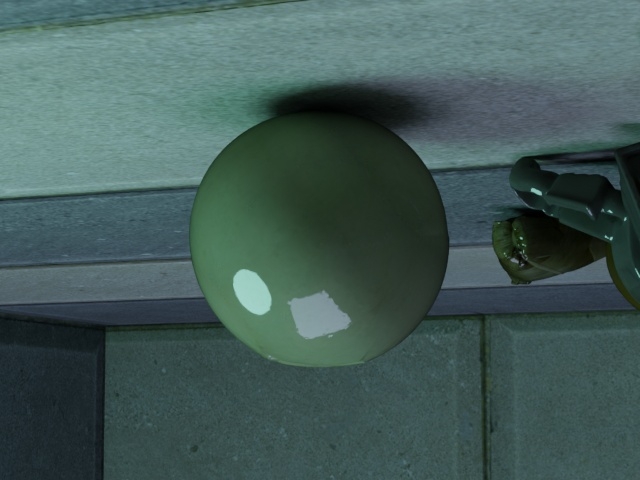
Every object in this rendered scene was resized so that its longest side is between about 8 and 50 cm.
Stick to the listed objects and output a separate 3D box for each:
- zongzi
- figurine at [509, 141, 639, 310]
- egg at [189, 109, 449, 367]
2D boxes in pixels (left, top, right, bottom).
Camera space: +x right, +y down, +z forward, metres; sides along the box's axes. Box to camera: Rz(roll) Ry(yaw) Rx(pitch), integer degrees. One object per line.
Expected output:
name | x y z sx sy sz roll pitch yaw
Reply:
zongzi | 0.302 -0.002 1.983 0.176 0.078 0.160 -12 171 11
figurine | 0.352 -0.004 1.541 0.342 0.167 0.285 43 174 7
egg | 0.000 0.000 1.355 0.219 0.219 0.269 -2 176 14
